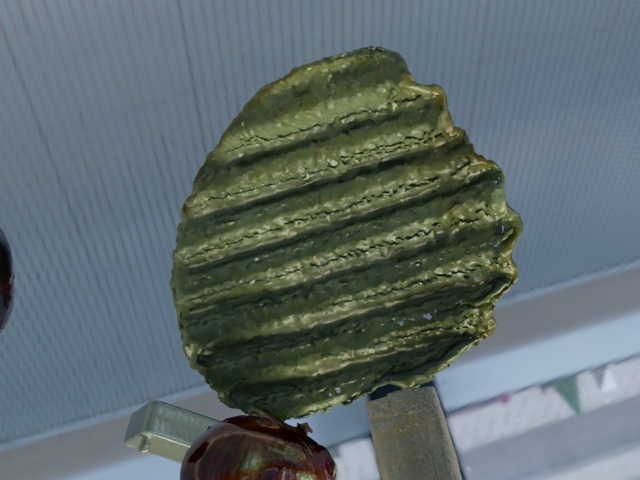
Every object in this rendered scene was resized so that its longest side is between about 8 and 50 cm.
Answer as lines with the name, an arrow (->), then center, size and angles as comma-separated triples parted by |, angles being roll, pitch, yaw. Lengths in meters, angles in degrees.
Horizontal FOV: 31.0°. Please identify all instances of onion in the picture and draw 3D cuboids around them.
onion -> -0.053, 0.184, 0.889 | 0.118, 0.119, 0.117 | 3, 173, -36

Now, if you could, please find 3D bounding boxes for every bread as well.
bread -> 0.097, 0.232, 1.120 | 0.077, 0.152, 0.105 | -12, 150, -1

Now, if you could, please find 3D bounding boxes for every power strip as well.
power strip -> -0.109, 0.240, 1.252 | 0.215, 0.061, 0.145 | 22, 155, -16

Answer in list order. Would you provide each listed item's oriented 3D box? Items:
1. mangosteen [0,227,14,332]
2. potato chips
mangosteen -> -0.344, 0.035, 1.006 | 0.152, 0.153, 0.152 | -16, 150, -9
potato chips -> 0.000, 0.000, 1.230 | 0.429, 0.359, 0.070 | -20, 176, 29
